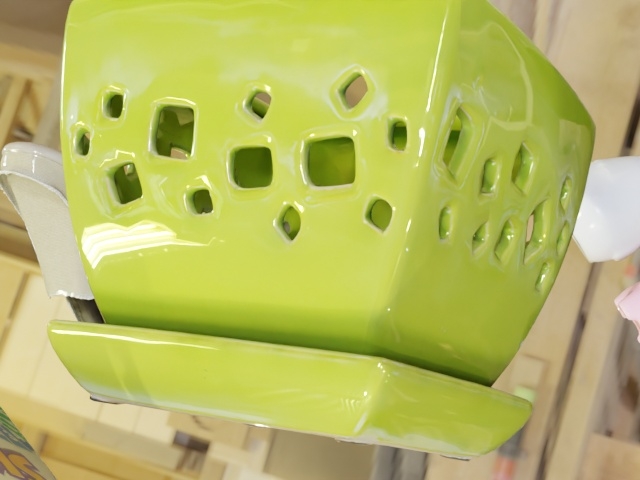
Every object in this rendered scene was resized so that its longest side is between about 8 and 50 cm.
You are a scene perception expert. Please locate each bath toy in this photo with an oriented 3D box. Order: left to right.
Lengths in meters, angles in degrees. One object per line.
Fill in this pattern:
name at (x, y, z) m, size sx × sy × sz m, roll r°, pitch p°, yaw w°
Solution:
bath toy at (0.353, 0.064, 1.127) m, size 0.348 × 0.129 × 0.151 m, roll 57°, pitch -172°, yaw 2°

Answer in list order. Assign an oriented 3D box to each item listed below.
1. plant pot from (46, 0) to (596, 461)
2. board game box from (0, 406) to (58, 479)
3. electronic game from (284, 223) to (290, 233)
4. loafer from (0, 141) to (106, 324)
plant pot at (0.000, 0.000, 0.643) m, size 0.228 × 0.207 × 0.227 m, roll 5°, pitch 171°, yaw 30°
board game box at (-0.200, 0.104, 0.629) m, size 0.124 × 0.039 × 0.259 m, roll 36°, pitch 177°, yaw -35°
electronic game at (0.045, 0.055, 0.929) m, size 0.229 × 0.048 × 0.229 m, roll 41°, pitch -168°, yaw -10°
loafer at (-0.245, 0.016, 1.232) m, size 0.102 × 0.092 × 0.268 m, roll -2°, pitch 132°, yaw 40°
